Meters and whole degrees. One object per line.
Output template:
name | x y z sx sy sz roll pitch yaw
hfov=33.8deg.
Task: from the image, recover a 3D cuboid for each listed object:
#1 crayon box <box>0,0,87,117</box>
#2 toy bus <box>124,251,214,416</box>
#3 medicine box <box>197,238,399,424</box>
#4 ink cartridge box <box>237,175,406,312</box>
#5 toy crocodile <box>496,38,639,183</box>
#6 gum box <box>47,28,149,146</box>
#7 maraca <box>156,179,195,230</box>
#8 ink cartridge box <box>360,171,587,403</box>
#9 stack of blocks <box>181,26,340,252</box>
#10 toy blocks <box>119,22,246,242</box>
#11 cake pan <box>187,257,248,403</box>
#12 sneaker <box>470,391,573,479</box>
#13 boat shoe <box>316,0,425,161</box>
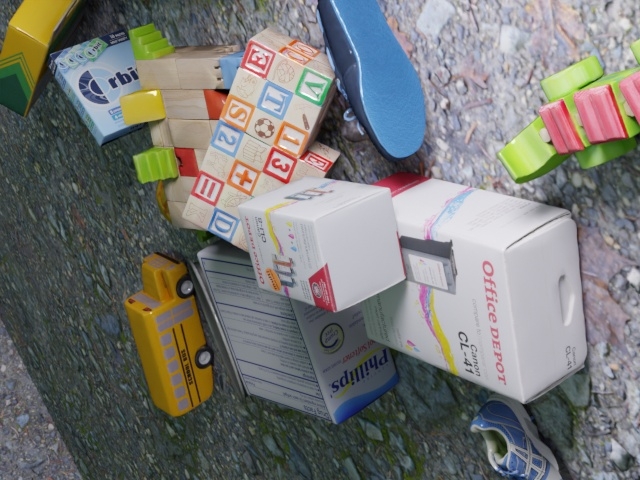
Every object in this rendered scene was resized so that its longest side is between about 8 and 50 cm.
crayon box | -0.511 -0.394 1.957 0.083 0.203 0.323 30 149 -11
toy bus | -0.320 0.197 2.224 0.108 0.130 0.332 22 132 46
medicine box | -0.040 0.128 1.749 0.263 0.149 0.289 7 120 53
ink cartridge box | 0.000 0.000 1.372 0.176 0.127 0.128 12 121 53
toy crocodile | 0.312 -0.140 1.073 0.340 0.105 0.115 -19 99 58
gum box | -0.377 -0.279 1.903 0.184 0.157 0.041 56 148 10
maraca | -0.254 -0.085 1.946 0.185 0.099 0.127 -127 22 -68
ink cartridge box | 0.183 0.052 1.386 0.306 0.131 0.226 19 128 51
stack of blocks | -0.064 -0.131 1.515 0.171 0.087 0.297 26 117 4
toy blocks | -0.145 -0.160 1.676 0.261 0.191 0.381 7 116 39
cake pan | -0.174 0.162 1.976 0.293 0.054 0.293 159 90 -80
sneaker | 0.287 0.319 1.497 0.211 0.081 0.080 56 147 6
boat shoe | 0.068 -0.223 1.387 0.089 0.109 0.258 145 112 -66
